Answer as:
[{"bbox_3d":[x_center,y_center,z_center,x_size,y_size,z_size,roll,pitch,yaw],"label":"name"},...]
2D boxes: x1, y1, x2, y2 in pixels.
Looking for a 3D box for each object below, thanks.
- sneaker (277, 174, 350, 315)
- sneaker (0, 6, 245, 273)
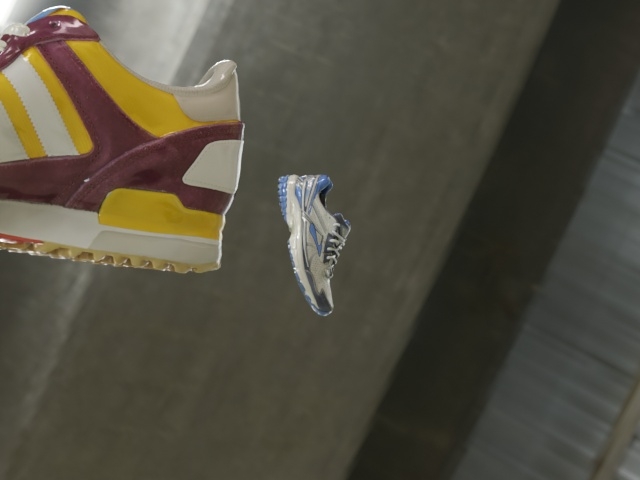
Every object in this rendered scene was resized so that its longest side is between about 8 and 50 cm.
[{"bbox_3d":[0.000,0.000,1.622,0.052,0.058,0.135,61,-163,-76],"label":"sneaker"},{"bbox_3d":[-0.115,-0.041,0.598,0.185,0.069,0.084,11,-95,-25],"label":"sneaker"}]
